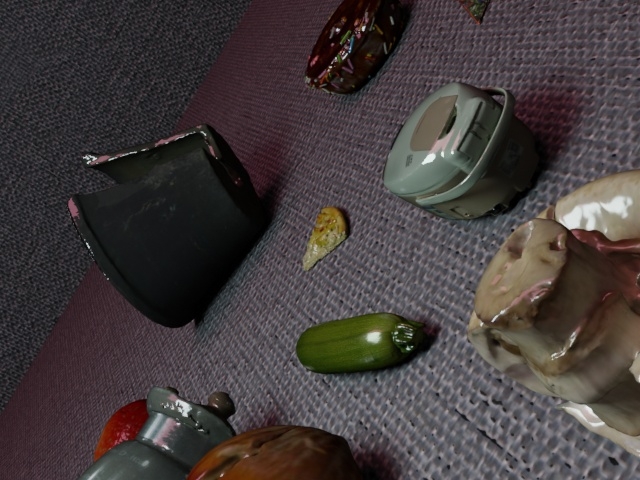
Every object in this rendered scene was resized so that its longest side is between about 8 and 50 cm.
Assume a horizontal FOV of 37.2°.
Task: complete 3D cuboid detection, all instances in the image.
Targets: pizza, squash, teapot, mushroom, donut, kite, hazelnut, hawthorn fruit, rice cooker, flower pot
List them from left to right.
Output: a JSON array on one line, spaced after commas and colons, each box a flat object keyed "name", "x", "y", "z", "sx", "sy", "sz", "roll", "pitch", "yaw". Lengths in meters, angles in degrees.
[{"name": "hawthorn fruit", "x": -0.235, "y": 0.305, "z": 1.370, "sx": 0.169, "sy": 0.169, "sz": 0.188, "roll": -26, "pitch": 35, "yaw": 56}, {"name": "teapot", "x": -0.171, "y": 0.303, "z": 1.139, "sx": 0.285, "sy": 0.223, "sz": 0.305, "roll": -60, "pitch": 16, "yaw": -24}, {"name": "flower pot", "x": -0.253, "y": -0.051, "z": 1.752, "sx": 0.251, "sy": 0.379, "sz": 0.379, "roll": -32, "pitch": 26, "yaw": 10}, {"name": "hazelnut", "x": -0.057, "y": 0.271, "z": 0.944, "sx": 0.212, "sy": 0.181, "sz": 0.181, "roll": 17, "pitch": 94, "yaw": 59}, {"name": "pizza", "x": 0.000, "y": 0.000, "z": 1.432, "sx": 0.109, "sy": 0.026, "sz": 0.123, "roll": -58, "pitch": 20, "yaw": 9}, {"name": "squash", "x": 0.033, "y": 0.123, "z": 1.112, "sx": 0.258, "sy": 0.069, "sz": 0.069, "roll": -21, "pitch": 42, "yaw": 61}, {"name": "donut", "x": 0.062, "y": -0.357, "z": 1.706, "sx": 0.235, "sy": 0.089, "sz": 0.235, "roll": -47, "pitch": 24, "yaw": 28}, {"name": "rice cooker", "x": 0.153, "y": -0.096, "z": 1.065, "sx": 0.145, "sy": 0.127, "sz": 0.206, "roll": -63, "pitch": 24, "yaw": -10}, {"name": "kite", "x": 0.253, "y": -0.401, "z": 1.433, "sx": 0.189, "sy": 0.009, "sz": 0.232, "roll": -16, "pitch": 47, "yaw": 60}, {"name": "mushroom", "x": 0.213, "y": 0.032, "z": 0.635, "sx": 0.189, "sy": 0.195, "sz": 0.253, "roll": -59, "pitch": 22, "yaw": -13}]
